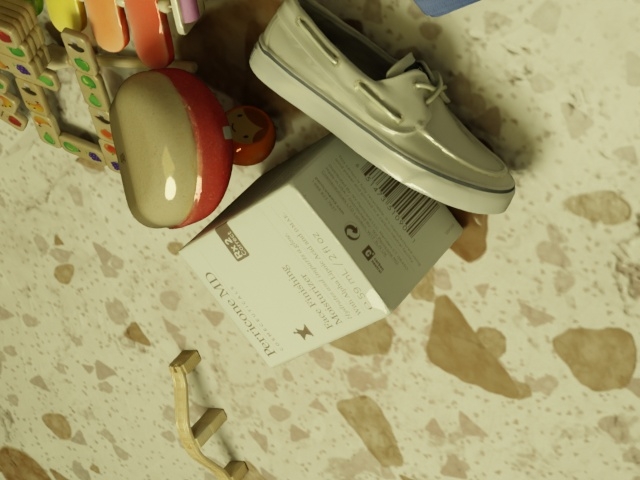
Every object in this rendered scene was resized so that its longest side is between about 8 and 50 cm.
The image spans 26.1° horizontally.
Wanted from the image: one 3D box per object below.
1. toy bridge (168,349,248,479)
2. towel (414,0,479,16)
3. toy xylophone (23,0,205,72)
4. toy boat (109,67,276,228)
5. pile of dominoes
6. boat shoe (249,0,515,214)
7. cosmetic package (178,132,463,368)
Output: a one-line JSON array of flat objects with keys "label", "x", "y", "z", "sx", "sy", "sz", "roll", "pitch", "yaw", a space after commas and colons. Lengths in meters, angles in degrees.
[{"label": "toy bridge", "x": -0.139, "y": 0.224, "z": 1.633, "sx": 0.026, "sy": 0.063, "sz": 0.188, "roll": -1, "pitch": 121, "yaw": 36}, {"label": "towel", "x": 0.082, "y": -0.322, "z": 1.029, "sx": 0.243, "sy": 0.040, "sz": 0.336, "roll": -13, "pitch": 128, "yaw": 43}, {"label": "toy xylophone", "x": -0.232, "y": -0.253, "z": 1.326, "sx": 0.323, "sy": 0.081, "sz": 0.236, "roll": 4, "pitch": 125, "yaw": 34}, {"label": "toy boat", "x": -0.116, "y": -0.093, "z": 1.329, "sx": 0.231, "sy": 0.151, "sz": 0.151, "roll": 180, "pitch": 77, "yaw": -78}, {"label": "pile of dominoes", "x": -0.306, "y": -0.158, "z": 1.413, "sx": 0.196, "sy": 0.040, "sz": 0.251, "roll": 21, "pitch": 152, "yaw": 17}, {"label": "boat shoe", "x": 0.066, "y": -0.124, "z": 1.210, "sx": 0.267, "sy": 0.096, "sz": 0.088, "roll": 36, "pitch": 119, "yaw": 11}, {"label": "cosmetic package", "x": 0.000, "y": 0.000, "z": 1.300, "sx": 0.184, "sy": 0.151, "sz": 0.151, "roll": -30, "pitch": 101, "yaw": 45}]
